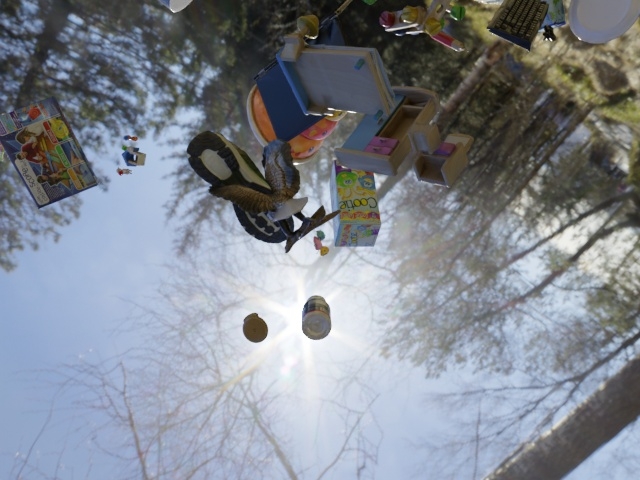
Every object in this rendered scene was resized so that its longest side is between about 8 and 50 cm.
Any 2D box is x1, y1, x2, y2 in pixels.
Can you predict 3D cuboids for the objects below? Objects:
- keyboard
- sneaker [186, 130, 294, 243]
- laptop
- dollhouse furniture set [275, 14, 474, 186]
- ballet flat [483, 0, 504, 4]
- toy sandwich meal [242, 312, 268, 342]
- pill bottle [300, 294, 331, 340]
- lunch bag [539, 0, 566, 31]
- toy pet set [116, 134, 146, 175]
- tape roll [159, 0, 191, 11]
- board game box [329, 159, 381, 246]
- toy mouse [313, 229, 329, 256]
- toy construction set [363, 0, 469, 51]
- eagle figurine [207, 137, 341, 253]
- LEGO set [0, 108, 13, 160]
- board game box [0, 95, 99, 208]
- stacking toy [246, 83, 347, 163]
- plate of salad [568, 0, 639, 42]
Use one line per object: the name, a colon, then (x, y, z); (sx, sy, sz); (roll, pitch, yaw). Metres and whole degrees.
keyboard: (0.350, -0.370, 0.894); (0.108, 0.023, 0.180); (29, -130, 7)
sneaker: (-0.210, -0.173, 1.589); (0.410, 0.158, 0.182); (52, -159, -20)
laptop: (-0.015, -0.597, 1.862); (0.236, 0.381, 0.408); (51, -146, -20)
dollhouse furniture set: (0.123, -0.291, 0.968); (0.286, 0.198, 0.303); (17, 153, 39)
ballet flat: (0.487, -0.860, 1.752); (0.408, 0.147, 0.147); (16, -158, -8)
toy sandwich meal: (-0.181, 0.244, 1.484); (0.085, 0.086, 0.029); (38, -168, 7)
pill bottle: (-0.015, 0.265, 1.873); (0.108, 0.108, 0.180); (33, -166, -10)
lunch bag: (0.666, -0.707, 1.640); (0.096, 0.129, 0.151); (-19, -169, -35)
toy pet set: (-0.594, -0.266, 1.630); (0.065, 0.122, 0.114); (19, -167, 18)
tape roll: (-0.428, -0.826, 1.646); (0.072, 0.219, 0.219); (37, -161, -6)
board game box: (0.116, -0.130, 1.848); (0.142, 0.144, 0.275); (0, -122, -7)
toy mouse: (0.000, 0.000, 2.278); (0.161, 0.031, 0.143); (-47, -60, -66)
toy construction set: (0.298, -0.560, 1.270); (0.308, 0.257, 0.237); (31, -166, -49)
eagle figurine: (-0.133, -0.119, 1.417); (0.298, 0.225, 0.226); (50, -148, 9)
LEGO set: (-0.930, -0.282, 1.636); (0.132, 0.287, 0.107); (-7, -108, -17)
board game box: (-0.582, -0.185, 1.127); (0.035, 0.136, 0.201); (-132, 20, -70)
stacking toy: (-0.006, -0.515, 1.896); (0.350, 0.479, 0.351); (19, -120, -37)
plate of salad: (0.821, -0.672, 1.532); (0.048, 0.200, 0.200); (-8, -134, -48)
